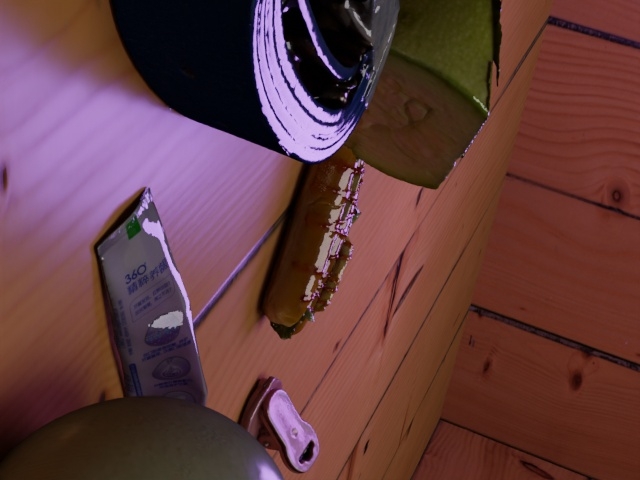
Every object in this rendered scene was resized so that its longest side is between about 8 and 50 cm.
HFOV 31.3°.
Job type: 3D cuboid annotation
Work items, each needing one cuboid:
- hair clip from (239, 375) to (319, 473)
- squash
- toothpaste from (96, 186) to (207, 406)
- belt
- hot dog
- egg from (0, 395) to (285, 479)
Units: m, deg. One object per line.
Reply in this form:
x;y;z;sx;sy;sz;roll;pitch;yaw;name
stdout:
-0.076;0.239;1.464;0.138;0.102;0.123;58;42;-30;hair clip
0.119;-0.252;1.164;0.309;0.210;0.233;-59;177;-22;squash
-0.141;0.090;0.973;0.075;0.048;0.301;-30;139;-26;toothpaste
-0.036;-0.183;0.858;0.347;0.117;0.212;41;70;-74;belt
0.000;0.000;1.327;0.104;0.076;0.250;4;103;-76;hot dog
-0.137;0.218;0.820;0.295;0.218;0.218;32;78;-62;egg
